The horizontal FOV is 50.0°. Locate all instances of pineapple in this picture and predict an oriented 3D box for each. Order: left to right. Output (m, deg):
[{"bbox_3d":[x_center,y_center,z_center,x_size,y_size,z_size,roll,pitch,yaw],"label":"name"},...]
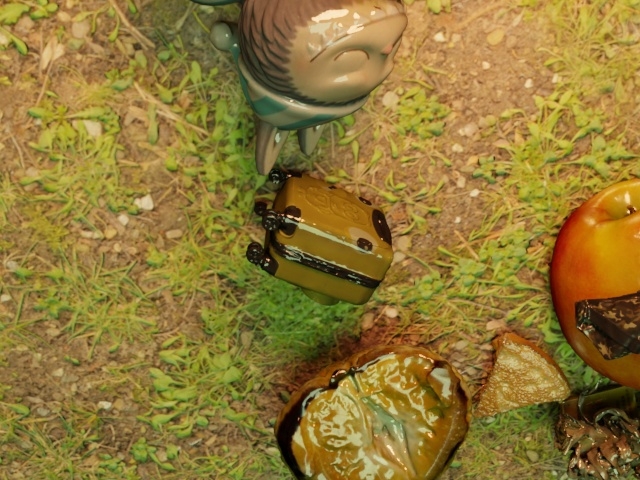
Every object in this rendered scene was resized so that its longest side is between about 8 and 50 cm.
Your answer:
[{"bbox_3d":[0.592,0.407,1.315,0.271,0.262,0.263,14,112,8],"label":"pineapple"}]

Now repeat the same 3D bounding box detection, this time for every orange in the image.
[{"bbox_3d":[0.104,0.338,1.287,0.368,0.210,0.271,-29,89,7],"label":"orange"}]

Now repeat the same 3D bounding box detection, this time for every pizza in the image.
[{"bbox_3d":[0.379,0.287,1.375,0.188,0.062,0.199,45,110,-7],"label":"pizza"}]

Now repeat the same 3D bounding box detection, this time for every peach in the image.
[{"bbox_3d":[0.587,0.113,1.220,0.306,0.242,0.380,-35,111,5],"label":"peach"}]

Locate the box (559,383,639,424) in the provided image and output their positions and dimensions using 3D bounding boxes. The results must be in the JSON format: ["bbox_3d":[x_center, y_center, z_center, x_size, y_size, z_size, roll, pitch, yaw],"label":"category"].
[{"bbox_3d":[0.575,0.352,1.415,0.156,0.022,0.089,-12,94,-5],"label":"box"}]

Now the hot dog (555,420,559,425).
[{"bbox_3d":[0.540,0.385,1.443,0.089,0.030,0.034,-2,104,-4],"label":"hot dog"}]

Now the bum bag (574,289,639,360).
[{"bbox_3d":[0.527,0.119,1.073,0.247,0.069,0.102,-19,89,34],"label":"bum bag"}]

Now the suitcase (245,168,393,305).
[{"bbox_3d":[0.000,0.000,1.152,0.234,0.194,0.143,21,118,-12],"label":"suitcase"}]

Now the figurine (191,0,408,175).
[{"bbox_3d":[-0.074,-0.268,0.999,0.361,0.266,0.378,13,111,-4],"label":"figurine"}]
